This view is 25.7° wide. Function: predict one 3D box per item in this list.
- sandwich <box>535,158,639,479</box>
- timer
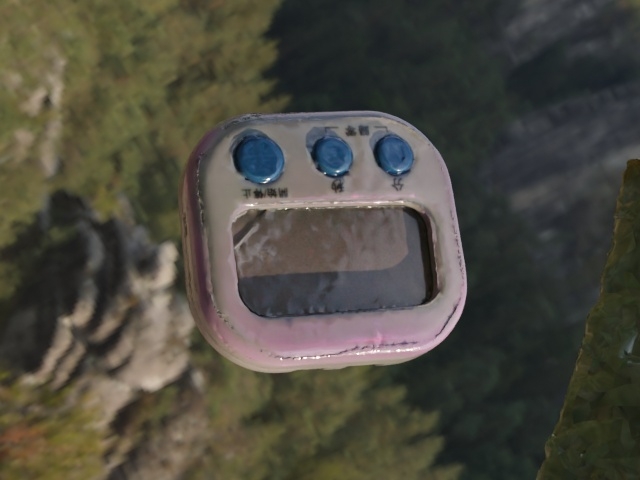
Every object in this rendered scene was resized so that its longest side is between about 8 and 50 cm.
[{"bbox_3d":[0.224,0.127,0.596,0.131,0.262,0.325,38,64,-55],"label":"sandwich"},{"bbox_3d":[0.000,0.000,1.032,0.209,0.069,0.190,-2,74,-21],"label":"timer"}]
